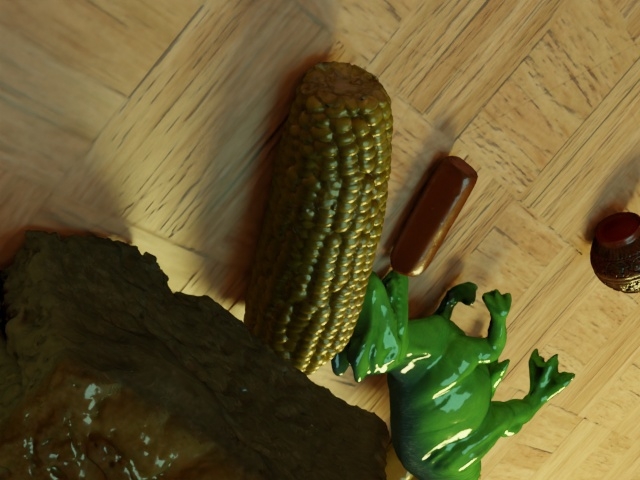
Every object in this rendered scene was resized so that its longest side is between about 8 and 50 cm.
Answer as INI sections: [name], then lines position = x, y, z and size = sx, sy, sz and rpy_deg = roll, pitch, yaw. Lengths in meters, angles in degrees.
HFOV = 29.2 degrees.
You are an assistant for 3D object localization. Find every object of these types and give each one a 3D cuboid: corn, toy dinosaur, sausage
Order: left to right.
[corn]
position = 0.000, 0.000, 1.000
size = 0.101, 0.101, 0.310
rpy_deg = -22, 143, -37
[toy dinosaur]
position = 0.109, 0.256, 1.371
size = 0.374, 0.144, 0.500
rpy_deg = -5, 115, -49
[sausage]
position = 0.105, -0.020, 1.172
size = 0.131, 0.041, 0.039
rpy_deg = -63, 169, 28

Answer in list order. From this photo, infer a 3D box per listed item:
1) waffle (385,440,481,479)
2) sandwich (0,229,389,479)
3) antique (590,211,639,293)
[waffle]
position = 0.089, 0.363, 1.614
size = 0.221, 0.055, 0.248
rpy_deg = -50, 151, 6
[sandwich]
position = -0.104, 0.128, 0.840
size = 0.131, 0.325, 0.262
rpy_deg = -54, -175, 14
[antique]
position = 0.385, 0.019, 1.525
size = 0.104, 0.104, 0.104
rpy_deg = -32, 148, -23
